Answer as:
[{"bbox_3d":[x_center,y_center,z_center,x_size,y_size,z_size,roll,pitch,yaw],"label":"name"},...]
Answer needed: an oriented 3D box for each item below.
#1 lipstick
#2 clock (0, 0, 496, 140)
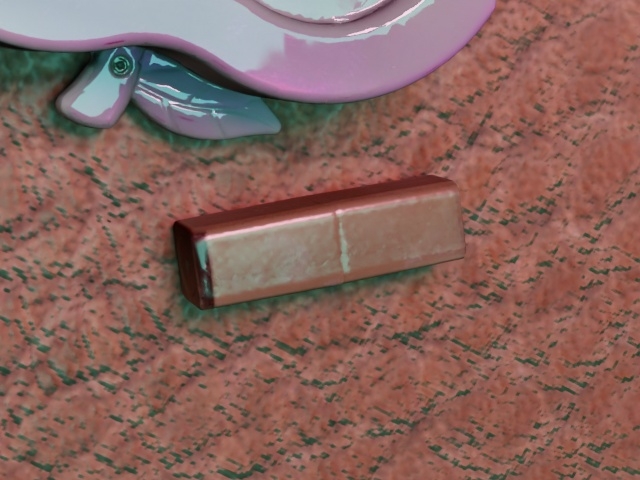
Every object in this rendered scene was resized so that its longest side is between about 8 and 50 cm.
[{"bbox_3d":[0.000,0.000,0.911,0.145,0.045,0.045,-11,100,-16],"label":"lipstick"},{"bbox_3d":[-0.063,-0.206,0.826,0.339,0.102,0.338,-3,100,-18],"label":"clock"}]
